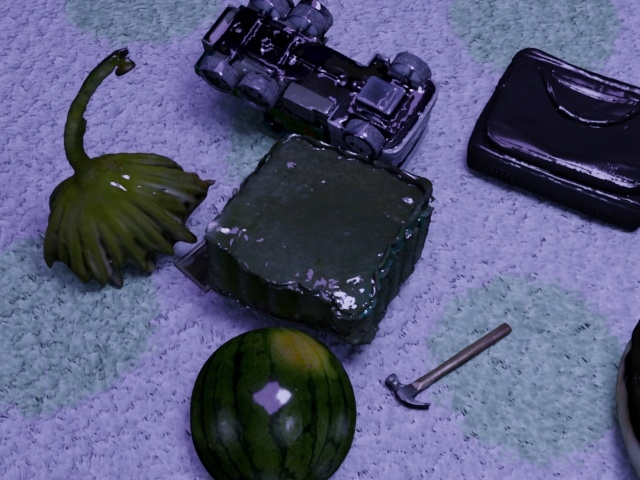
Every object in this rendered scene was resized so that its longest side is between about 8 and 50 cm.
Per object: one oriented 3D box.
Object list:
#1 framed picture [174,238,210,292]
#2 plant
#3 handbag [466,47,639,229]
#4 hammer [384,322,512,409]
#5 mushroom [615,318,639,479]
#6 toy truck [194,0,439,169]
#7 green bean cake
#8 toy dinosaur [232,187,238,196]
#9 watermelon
[{"bbox_3d":[-0.146,0.024,1.522,0.089,0.006,0.066,-40,65,-22],"label":"framed picture"},{"bbox_3d":[-0.295,-0.099,1.429,0.251,0.333,0.180,-32,46,-4],"label":"plant"},{"bbox_3d":[0.366,-0.156,1.588,0.275,0.088,0.244,21,56,15],"label":"handbag"},{"bbox_3d":[0.172,0.157,1.424,0.182,0.017,0.062,-29,62,-18],"label":"hammer"},{"bbox_3d":[0.468,0.224,1.319,0.248,0.130,0.344,-3,57,-20],"label":"mushroom"},{"bbox_3d":[-0.013,-0.221,1.576,0.364,0.178,0.176,28,71,17],"label":"toy truck"},{"bbox_3d":[0.000,0.000,1.440,0.241,0.132,0.255,22,50,13],"label":"green bean cake"},{"bbox_3d":[-0.105,-0.030,1.534,0.058,0.037,0.180,24,60,-7],"label":"toy dinosaur"},{"bbox_3d":[-0.056,0.202,1.336,0.204,0.127,0.232,3,62,-1],"label":"watermelon"}]
